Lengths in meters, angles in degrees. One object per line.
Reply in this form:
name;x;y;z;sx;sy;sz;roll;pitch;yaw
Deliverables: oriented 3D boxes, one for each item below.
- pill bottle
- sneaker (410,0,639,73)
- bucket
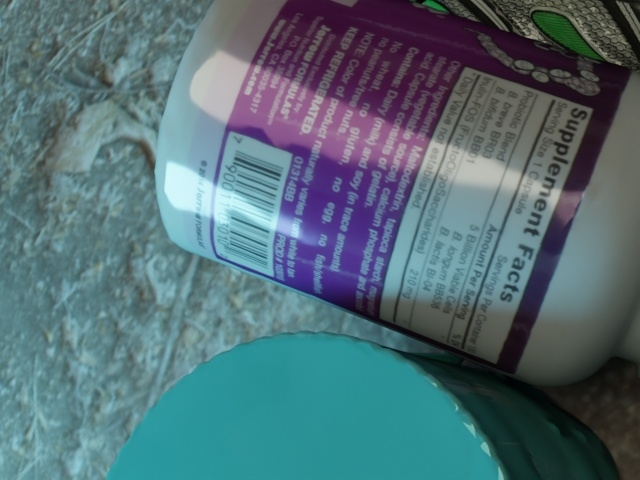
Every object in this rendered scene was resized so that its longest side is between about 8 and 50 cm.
pill bottle;0.082;-0.025;0.525;0.301;0.169;0.169;21;84;12
sneaker;0.184;-0.129;0.585;0.343;0.134;0.146;39;131;29
bucket;0.023;0.182;0.514;0.281;0.183;0.281;-12;65;28
